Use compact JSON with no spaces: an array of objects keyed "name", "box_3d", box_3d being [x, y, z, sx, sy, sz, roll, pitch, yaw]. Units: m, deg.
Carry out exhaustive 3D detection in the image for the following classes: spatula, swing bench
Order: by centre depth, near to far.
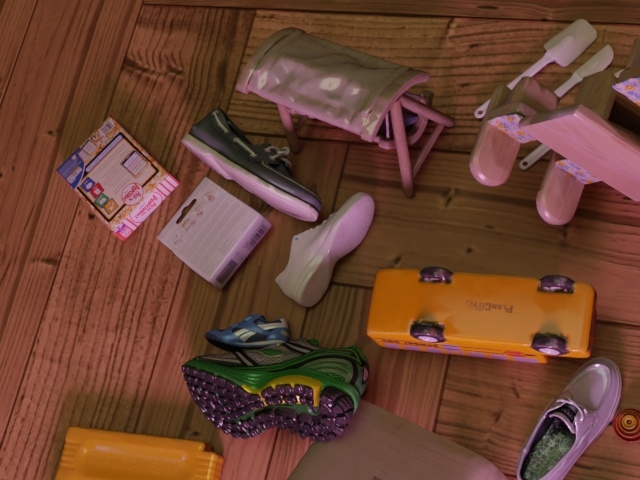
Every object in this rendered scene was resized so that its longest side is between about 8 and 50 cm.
[{"name":"swing bench","box_3d":[0.046,-0.220,1.761,0.253,0.254,0.165,25,80,26]},{"name":"spatula","box_3d":[0.379,-0.236,1.780,0.242,0.019,0.168,-39,67,4]}]

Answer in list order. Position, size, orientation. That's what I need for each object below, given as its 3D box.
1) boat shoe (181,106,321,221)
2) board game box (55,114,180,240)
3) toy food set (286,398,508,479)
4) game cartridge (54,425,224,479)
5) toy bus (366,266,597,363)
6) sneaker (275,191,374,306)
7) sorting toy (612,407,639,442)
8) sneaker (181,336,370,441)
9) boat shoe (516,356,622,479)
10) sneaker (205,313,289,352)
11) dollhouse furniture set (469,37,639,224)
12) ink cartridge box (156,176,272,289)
[{"name":"boat shoe","box_3d":[-0.105,-0.135,1.862,0.319,0.116,0.099,31,80,36]},{"name":"board game box","box_3d":[-0.369,-0.115,1.995,0.147,0.045,0.193,-45,62,-1]},{"name":"toy food set","box_3d":[0.091,0.373,1.585,0.306,0.092,0.219,20,61,37]},{"name":"game cartridge","box_3d":[-0.312,0.467,1.746,0.285,0.053,0.323,2,72,21]},{"name":"toy bus","box_3d":[0.238,0.113,1.631,0.333,0.130,0.108,4,71,22]},{"name":"sneaker","box_3d":[0.000,0.000,1.801,0.094,0.080,0.212,32,85,40]},{"name":"sorting toy","box_3d":[0.461,0.252,1.544,0.102,0.042,0.061,-27,63,9]},{"name":"sneaker","box_3d":[-0.071,0.223,1.712,0.344,0.134,0.146,1,33,35]},{"name":"boat shoe","box_3d":[0.352,0.261,1.559,0.079,0.081,0.227,31,83,27]},{"name":"sneaker","box_3d":[-0.116,0.152,1.796,0.144,0.053,0.059,1,67,14]},{"name":"dollhouse furniture set","box_3d":[0.436,-0.043,1.463,0.362,0.394,0.256,-8,57,62]},{"name":"ink cartridge box","box_3d":[-0.186,-0.014,1.902,0.145,0.045,0.179,-52,44,-4]}]
